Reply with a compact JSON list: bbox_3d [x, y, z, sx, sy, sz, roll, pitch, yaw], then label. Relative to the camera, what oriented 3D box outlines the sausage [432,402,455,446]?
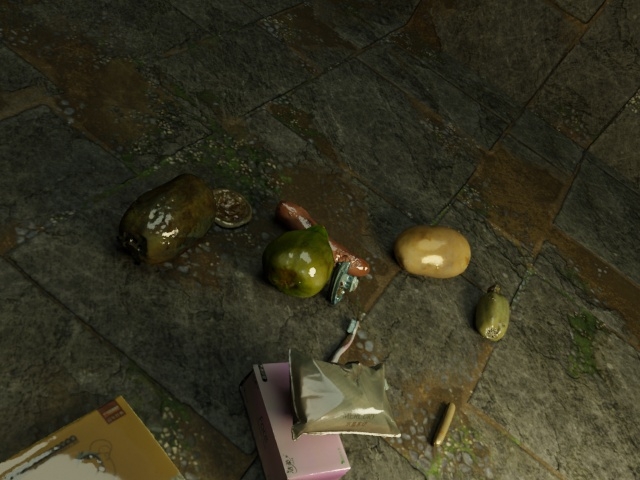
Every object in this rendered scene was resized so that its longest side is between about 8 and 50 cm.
[{"bbox_3d":[0.288,0.428,1.493,0.024,0.024,0.132,35,40,5],"label":"sausage"}]

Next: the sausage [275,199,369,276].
[{"bbox_3d":[0.000,0.000,1.710,0.304,0.078,0.078,41,42,6],"label":"sausage"}]

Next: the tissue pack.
[{"bbox_3d":[-0.053,0.370,1.293,0.149,0.092,0.246,3,48,-32],"label":"tissue pack"}]

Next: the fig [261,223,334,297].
[{"bbox_3d":[-0.048,0.053,1.581,0.167,0.167,0.233,36,16,6],"label":"fig"}]

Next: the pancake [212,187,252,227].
[{"bbox_3d":[-0.246,-0.086,1.685,0.140,0.022,0.139,16,43,-16],"label":"pancake"}]

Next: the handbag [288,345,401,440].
[{"bbox_3d":[0.042,0.303,1.266,0.270,0.117,0.182,12,55,-34],"label":"handbag"}]

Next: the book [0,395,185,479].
[{"bbox_3d":[-0.336,0.471,1.070,0.389,0.032,0.269,46,42,16],"label":"book"}]

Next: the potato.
[{"bbox_3d":[0.320,0.026,1.838,0.234,0.146,0.150,8,16,-24],"label":"potato"}]

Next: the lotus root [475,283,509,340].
[{"bbox_3d":[0.480,0.201,1.793,0.090,0.077,0.183,31,43,-11],"label":"lotus root"}]

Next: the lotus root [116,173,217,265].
[{"bbox_3d":[-0.342,-0.053,1.493,0.152,0.160,0.275,26,40,9],"label":"lotus root"}]

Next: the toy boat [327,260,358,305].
[{"bbox_3d":[0.058,0.106,1.588,0.066,0.140,0.059,22,39,14],"label":"toy boat"}]

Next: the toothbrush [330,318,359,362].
[{"bbox_3d":[0.041,0.274,1.501,0.027,0.021,0.269,22,39,9],"label":"toothbrush"}]
